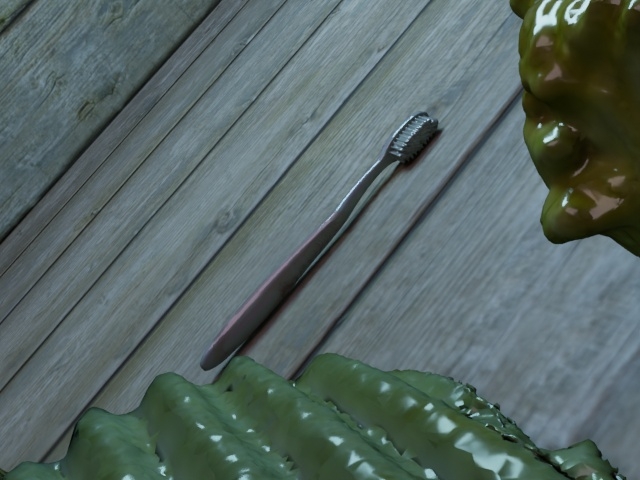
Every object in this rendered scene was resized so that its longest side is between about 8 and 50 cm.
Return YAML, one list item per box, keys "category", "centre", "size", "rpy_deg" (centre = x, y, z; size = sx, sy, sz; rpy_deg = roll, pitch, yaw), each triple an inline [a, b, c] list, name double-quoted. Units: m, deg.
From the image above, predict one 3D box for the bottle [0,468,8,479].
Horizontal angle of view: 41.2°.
- category: "bottle"
  centre: [-0.442, 0.342, 0.782]
  size: [0.171, 0.171, 0.351]
  rpy_deg: [-4, 49, 57]

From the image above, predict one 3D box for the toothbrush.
- category: "toothbrush"
  centre: [0.000, 0.000, 0.758]
  size: [0.307, 0.025, 0.029]
  rpy_deg: [-48, 31, -6]

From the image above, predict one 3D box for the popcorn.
- category: "popcorn"
  centre: [0.197, -0.075, 0.350]
  size: [0.235, 0.216, 0.181]
  rpy_deg: [-58, 11, -2]

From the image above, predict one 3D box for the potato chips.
- category: "potato chips"
  centre: [-0.046, 0.164, 0.388]
  size: [0.358, 0.070, 0.429]
  rpy_deg: [-27, 21, -17]
